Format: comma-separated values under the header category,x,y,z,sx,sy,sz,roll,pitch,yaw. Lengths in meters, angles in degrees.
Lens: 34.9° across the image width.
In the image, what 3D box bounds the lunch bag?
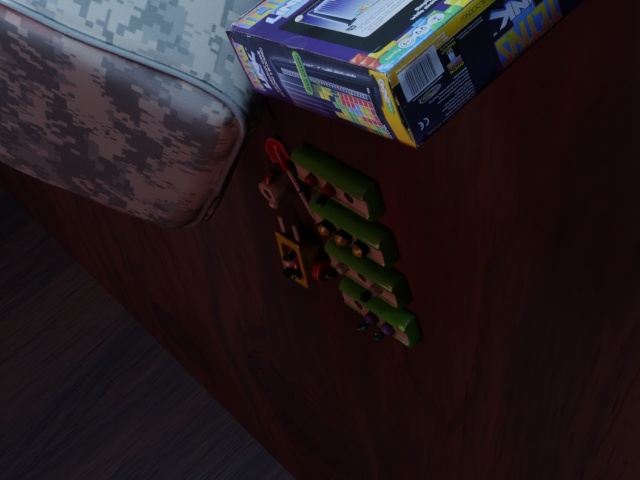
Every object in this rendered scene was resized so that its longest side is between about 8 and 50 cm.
category,x,y,z,sx,sy,sz,roll,pitch,yaw
lunch bag,-0.118,-0.177,0.728,0.212,0.256,0.305,24,160,-6

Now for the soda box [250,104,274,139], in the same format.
category,x,y,z,sx,sy,sz,roll,pitch,yaw
soda box,-0.129,-0.151,1.078,0.181,0.058,0.061,25,149,49

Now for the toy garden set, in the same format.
category,x,y,z,sx,sy,sz,roll,pitch,yaw
toy garden set,0.000,0.000,1.088,0.204,0.049,0.244,33,155,40

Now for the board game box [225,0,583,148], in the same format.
category,x,y,z,sx,sy,sz,roll,pitch,yaw
board game box,0.055,-0.131,0.541,0.141,0.170,0.048,27,152,50
